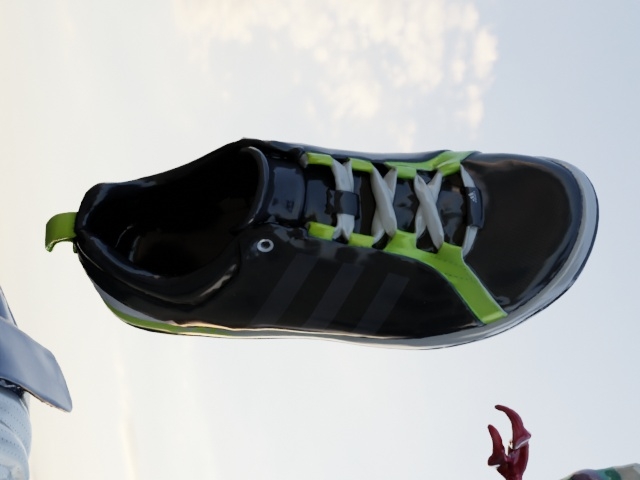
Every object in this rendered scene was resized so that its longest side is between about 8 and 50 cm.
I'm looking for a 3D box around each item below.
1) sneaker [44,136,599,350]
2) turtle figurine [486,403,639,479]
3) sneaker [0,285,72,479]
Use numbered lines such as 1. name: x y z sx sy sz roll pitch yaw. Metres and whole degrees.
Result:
1. sneaker: 0.000 0.000 0.470 0.097 0.235 0.084 62 22 -66
2. turtle figurine: 0.087 0.179 0.545 0.118 0.234 0.175 23 -64 25
3. sneaker: -0.211 0.005 0.470 0.236 0.130 0.322 -121 -168 -49
